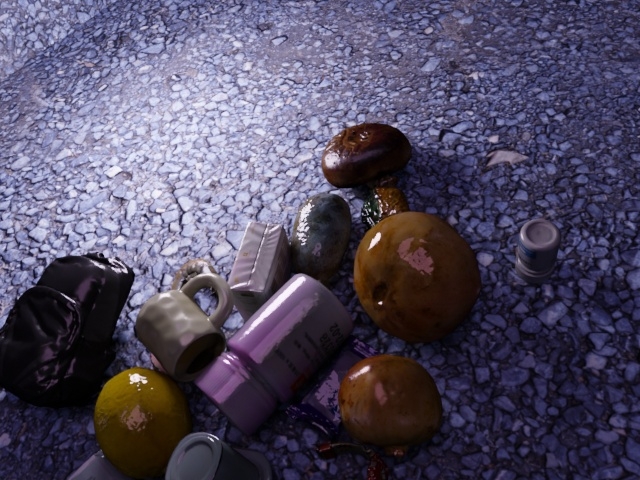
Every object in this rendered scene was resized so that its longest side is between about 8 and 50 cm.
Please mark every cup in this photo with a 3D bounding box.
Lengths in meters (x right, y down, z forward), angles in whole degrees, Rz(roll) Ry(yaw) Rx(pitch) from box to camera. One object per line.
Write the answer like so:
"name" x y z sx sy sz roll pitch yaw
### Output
"cup" -0.350 0.206 1.536 0.202 0.173 0.255 39 113 33

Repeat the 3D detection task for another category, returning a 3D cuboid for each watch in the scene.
"watch" 0.025 0.548 1.379 0.268 0.102 0.165 2 47 25

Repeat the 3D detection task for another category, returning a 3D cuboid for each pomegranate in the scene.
"pomegranate" 0.256 0.090 1.534 0.338 0.338 0.338 -6 53 8
"pomegranate" 0.161 0.380 1.379 0.248 0.248 0.248 -6 53 8

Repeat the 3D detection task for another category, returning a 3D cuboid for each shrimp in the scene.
"shrimp" -0.367 0.140 1.787 0.150 0.051 0.217 -40 48 -13

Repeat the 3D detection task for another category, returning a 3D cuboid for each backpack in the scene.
"backpack" -0.701 0.229 1.668 0.363 0.255 0.446 18 74 25

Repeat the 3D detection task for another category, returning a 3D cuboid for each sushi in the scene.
"sushi" 0.191 -0.066 1.742 0.140 0.149 0.287 -3 27 2

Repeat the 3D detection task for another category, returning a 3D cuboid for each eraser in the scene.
"eraser" -0.507 0.635 1.428 0.174 0.081 0.227 -41 55 -22

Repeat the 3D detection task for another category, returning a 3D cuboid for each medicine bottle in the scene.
"medicine bottle" -0.114 0.285 1.511 0.219 0.219 0.388 32 66 30
"medicine bottle" 0.574 0.029 1.581 0.105 0.168 0.105 -6 53 9

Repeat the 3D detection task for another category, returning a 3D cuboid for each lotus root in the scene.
"lotus root" -0.001 -0.001 1.733 0.174 0.175 0.350 1 54 13

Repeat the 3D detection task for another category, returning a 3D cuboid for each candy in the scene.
"candy" 0.048 0.369 1.510 0.145 0.070 0.275 32 62 23

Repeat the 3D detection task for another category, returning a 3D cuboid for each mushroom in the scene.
"mushroom" 0.145 -0.267 1.899 0.297 0.163 0.278 -27 53 -10

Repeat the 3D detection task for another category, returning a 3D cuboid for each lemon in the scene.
"lemon" -0.432 0.443 1.461 0.236 0.236 0.263 -40 39 -17

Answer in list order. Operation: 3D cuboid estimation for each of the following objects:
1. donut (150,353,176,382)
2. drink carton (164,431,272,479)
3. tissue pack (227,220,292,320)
"donut" -0.395 0.336 1.633 0.166 0.065 0.117 16 58 24
"drink carton" -0.242 0.535 1.360 0.185 0.190 0.191 0 52 36
"tissue pack" -0.164 0.091 1.688 0.124 0.185 0.225 5 56 12
